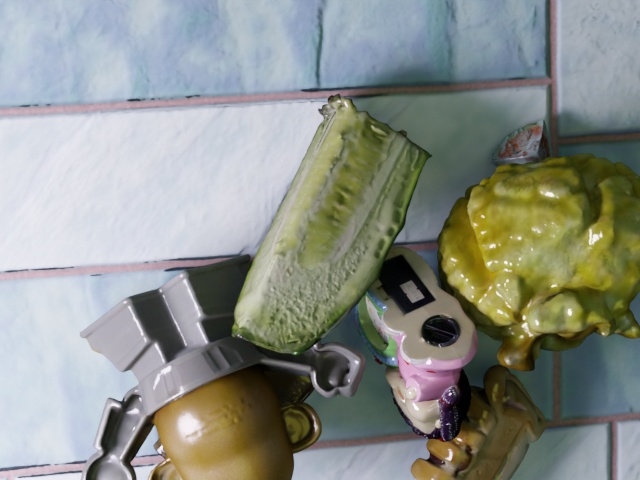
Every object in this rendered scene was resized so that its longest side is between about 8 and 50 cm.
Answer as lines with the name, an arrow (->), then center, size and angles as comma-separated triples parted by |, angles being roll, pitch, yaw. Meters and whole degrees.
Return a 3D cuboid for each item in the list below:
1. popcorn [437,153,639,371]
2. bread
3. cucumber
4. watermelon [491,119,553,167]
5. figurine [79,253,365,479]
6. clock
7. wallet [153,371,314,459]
popcorn -> 0.266, 0.019, 1.627 | 0.270, 0.258, 0.224 | -54, 133, -2
bread -> 0.189, 0.264, 1.746 | 0.134, 0.081, 0.225 | 31, 93, -41
cucumber -> 0.002, 0.002, 1.595 | 0.145, 0.105, 0.325 | 29, 64, -6
watermelon -> 0.260, -0.099, 1.704 | 0.085, 0.061, 0.085 | 0, 93, -3
figurine -> -0.128, 0.184, 1.616 | 0.342, 0.167, 0.285 | -31, 79, 17
clock -> 0.113, 0.127, 1.651 | 0.100, 0.194, 0.195 | -23, 143, -15
wallet -> -0.103, 0.213, 1.725 | 0.110, 0.031, 0.198 | 40, 93, -14
